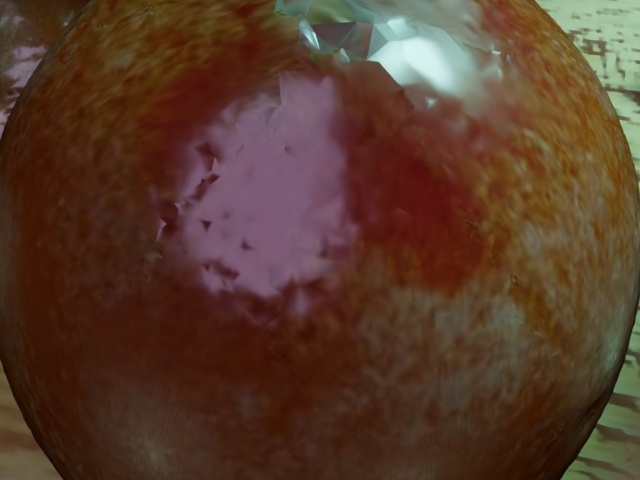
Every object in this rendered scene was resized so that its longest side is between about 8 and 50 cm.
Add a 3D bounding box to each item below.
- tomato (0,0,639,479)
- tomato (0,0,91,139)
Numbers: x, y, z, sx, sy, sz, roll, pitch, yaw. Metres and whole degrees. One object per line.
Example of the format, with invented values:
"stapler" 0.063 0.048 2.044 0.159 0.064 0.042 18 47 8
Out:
"tomato" 0.000 0.000 0.599 0.265 0.265 0.265 -5 71 13
"tomato" -0.184 -0.074 0.767 0.225 0.085 0.225 -3 73 11
